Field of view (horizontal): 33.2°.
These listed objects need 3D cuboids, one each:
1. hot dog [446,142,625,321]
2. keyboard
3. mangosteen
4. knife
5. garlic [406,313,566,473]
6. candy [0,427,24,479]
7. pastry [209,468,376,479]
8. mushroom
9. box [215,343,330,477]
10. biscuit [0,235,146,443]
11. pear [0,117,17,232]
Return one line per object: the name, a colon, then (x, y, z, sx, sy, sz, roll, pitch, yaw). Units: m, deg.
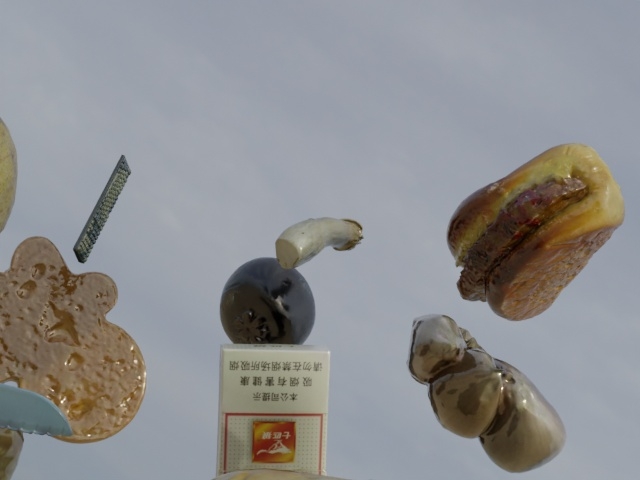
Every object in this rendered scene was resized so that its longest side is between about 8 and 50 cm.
hot dog: (0.361, -0.002, 1.948, 0.405, 0.223, 0.185, 115, -40, -52)
keyboard: (-0.342, -0.050, 1.685, 0.014, 0.176, 0.055, 19, -23, 9)
mangosteen: (-0.108, 0.142, 2.305, 0.243, 0.243, 0.243, 28, -24, 14)
knife: (-0.348, 0.108, 0.860, 0.313, 0.044, 0.019, 15, 12, 2)
garlic: (0.231, 0.221, 1.547, 0.279, 0.132, 0.325, 38, 4, -7)
candy: (-0.434, 0.286, 1.202, 0.104, 0.234, 0.102, 30, -14, 24)
pastry: (-0.013, 0.431, 1.228, 0.389, 0.312, 0.388, 7, -17, 2)
mushroom: (0.001, -0.005, 2.150, 0.081, 0.223, 0.092, 11, -70, 37)
box: (-0.093, 0.368, 2.074, 0.210, 0.330, 0.095, 2, 4, -8)
biscuit: (-0.434, 0.170, 1.770, 0.355, 0.275, 0.052, 51, -23, -1)
pear: (-0.435, -0.061, 1.155, 0.229, 0.211, 0.188, -11, -67, 22)
